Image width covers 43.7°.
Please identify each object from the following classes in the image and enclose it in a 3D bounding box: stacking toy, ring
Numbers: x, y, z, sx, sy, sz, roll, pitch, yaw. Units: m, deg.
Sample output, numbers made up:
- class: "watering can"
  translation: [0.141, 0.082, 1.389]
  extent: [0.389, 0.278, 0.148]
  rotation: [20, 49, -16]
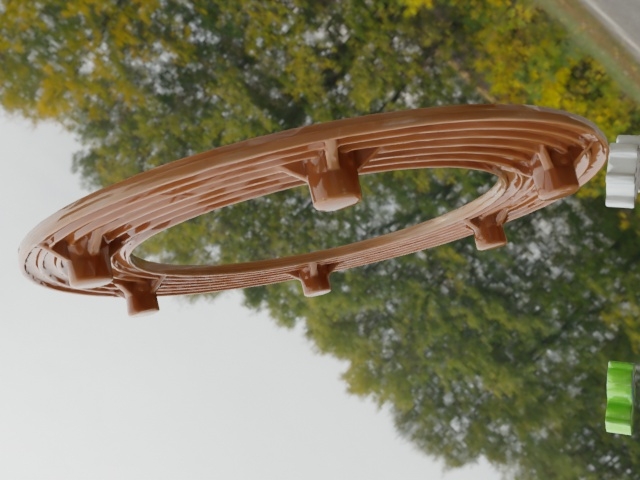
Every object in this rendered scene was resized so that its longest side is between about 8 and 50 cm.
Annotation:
- class: "stacking toy"
  translation: [0.262, 0.039, 0.487]
  extent: [0.167, 0.221, 0.052]
  rotation: [5, -161, 27]
- class: "ring"
  translation: [0.000, 0.000, 0.472]
  extent: [0.337, 0.337, 0.032]
  rotation: [13, -117, -63]
